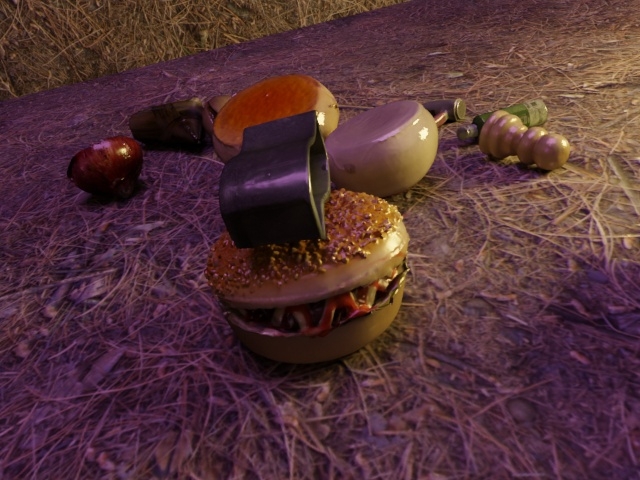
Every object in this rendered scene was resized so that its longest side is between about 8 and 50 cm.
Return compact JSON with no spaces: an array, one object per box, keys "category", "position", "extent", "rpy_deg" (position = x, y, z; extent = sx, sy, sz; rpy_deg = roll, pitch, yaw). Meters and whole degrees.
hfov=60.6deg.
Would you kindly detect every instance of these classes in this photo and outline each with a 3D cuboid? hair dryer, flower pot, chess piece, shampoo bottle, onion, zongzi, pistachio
[{"category":"hair dryer","position":[0.279,-0.299,1.344],"extent":[0.106,0.054,0.154],"rpy_deg":[9,40,38]},{"category":"flower pot","position":[-0.049,-0.077,0.688],"extent":[0.108,0.103,0.229],"rpy_deg":[-10,28,10]},{"category":"chess piece","position":[0.409,-0.189,1.083],"extent":[0.094,0.094,0.170],"rpy_deg":[-28,42,-27]},{"category":"shampoo bottle","position":[0.400,-0.262,1.219],"extent":[0.204,0.065,0.065],"rpy_deg":[-17,31,-9]},{"category":"onion","position":[-0.502,-0.163,1.305],"extent":[0.183,0.147,0.184],"rpy_deg":[-27,-10,-5]},{"category":"zongzi","position":[-0.432,-0.300,1.530],"extent":[0.220,0.112,0.242],"rpy_deg":[-13,38,1]},{"category":"pistachio","position":[-0.258,-0.330,1.501],"extent":[0.135,0.136,0.226],"rpy_deg":[-13,28,-2]}]

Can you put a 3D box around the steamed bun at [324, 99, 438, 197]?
[{"category":"steamed bun","position":[0.122,-0.164,1.070],"extent":[0.231,0.145,0.232],"rpy_deg":[-21,27,11]}]

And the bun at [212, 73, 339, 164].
[{"category":"bun","position":[-0.091,-0.241,1.255],"extent":[0.298,0.165,0.299],"rpy_deg":[-12,45,13]}]

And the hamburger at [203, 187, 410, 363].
[{"category":"hamburger","position":[-0.016,0.029,0.766],"extent":[0.301,0.171,0.302],"rpy_deg":[-9,31,5]}]
